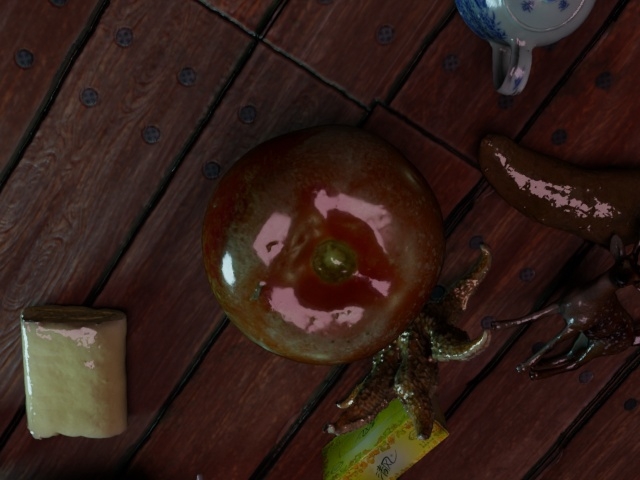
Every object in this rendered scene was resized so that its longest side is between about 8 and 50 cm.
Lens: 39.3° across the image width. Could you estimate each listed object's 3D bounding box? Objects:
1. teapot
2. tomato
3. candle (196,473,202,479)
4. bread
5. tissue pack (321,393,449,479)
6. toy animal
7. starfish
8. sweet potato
[{"bbox_3d":[0.226,-0.270,0.952,0.159,0.159,0.232,12,112,-7],"label":"teapot"},{"bbox_3d":[0.000,0.000,1.016,0.270,0.222,0.270,-1,102,-6],"label":"tomato"},{"bbox_3d":[-0.314,0.440,1.190,0.342,0.221,0.221,-7,113,0],"label":"candle"},{"bbox_3d":[-0.320,0.172,1.161,0.139,0.060,0.178,1,113,-3],"label":"bread"},{"bbox_3d":[0.083,0.270,1.202,0.062,0.095,0.176,41,106,-16],"label":"tissue pack"},{"bbox_3d":[0.346,0.078,1.102,0.260,0.087,0.243,-31,150,17],"label":"toy animal"},{"bbox_3d":[0.095,0.147,1.051,0.301,0.293,0.084,-42,95,16],"label":"starfish"},{"bbox_3d":[0.347,-0.049,1.080,0.341,0.092,0.114,8,96,-7],"label":"sweet potato"}]
